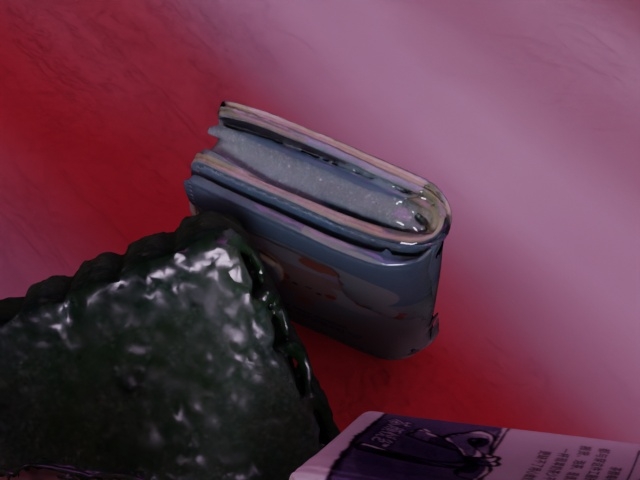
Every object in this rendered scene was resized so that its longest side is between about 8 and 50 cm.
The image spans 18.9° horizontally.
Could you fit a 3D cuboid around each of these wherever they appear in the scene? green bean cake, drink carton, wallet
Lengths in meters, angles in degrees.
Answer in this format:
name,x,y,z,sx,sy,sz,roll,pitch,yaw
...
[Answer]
name,x,y,z,sx,sy,sz,roll,pitch,yaw
green bean cake,-0.104,0.099,1.164,0.208,0.193,0.107,-22,17,0
drink carton,0.107,0.160,0.996,0.222,0.102,0.134,4,8,17
wallet,0.000,0.000,1.282,0.176,0.250,0.075,22,74,8
